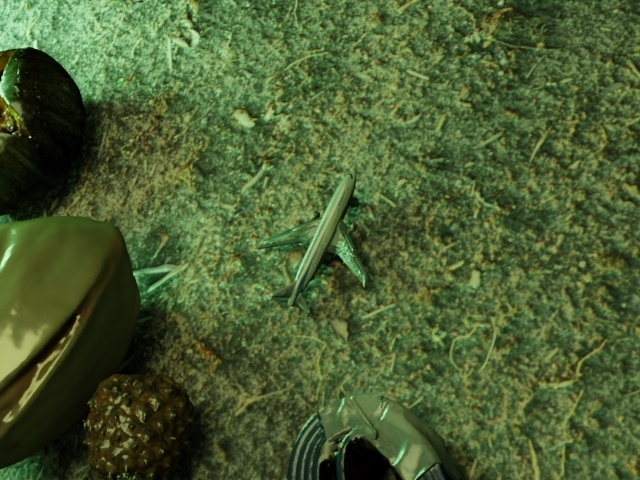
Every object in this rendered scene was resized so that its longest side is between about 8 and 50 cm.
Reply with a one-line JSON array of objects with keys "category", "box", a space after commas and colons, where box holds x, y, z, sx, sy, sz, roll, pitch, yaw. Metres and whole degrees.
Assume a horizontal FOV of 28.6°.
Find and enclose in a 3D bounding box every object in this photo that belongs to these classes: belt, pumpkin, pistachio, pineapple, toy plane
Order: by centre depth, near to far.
[{"category": "belt", "box": [0.084, 0.355, 1.523, 0.212, 0.117, 0.347, -31, 50, 14]}, {"category": "pineapple", "box": [-0.271, 0.366, 1.719, 0.165, 0.165, 0.365, -9, 60, 28]}, {"category": "toy plane", "box": [0.001, 0.003, 1.835, 0.226, 0.058, 0.226, 18, 69, 42]}, {"category": "pistachio", "box": [-0.449, 0.150, 1.879, 0.445, 0.281, 0.365, -53, 21, -17]}, {"category": "pumpkin", "box": [-0.562, -0.190, 2.218, 0.320, 0.192, 0.321, -16, 52, 22]}]
